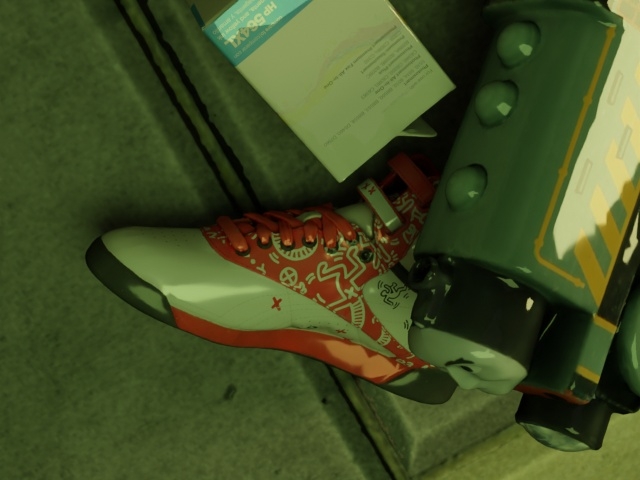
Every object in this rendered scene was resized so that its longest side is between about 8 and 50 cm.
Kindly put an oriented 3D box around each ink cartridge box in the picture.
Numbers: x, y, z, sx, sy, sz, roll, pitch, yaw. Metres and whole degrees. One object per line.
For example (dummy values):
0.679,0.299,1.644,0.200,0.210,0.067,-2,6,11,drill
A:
0.003,-0.111,0.778,0.090,0.092,0.143,-39,116,6,ink cartridge box

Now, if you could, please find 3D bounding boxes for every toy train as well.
0.159,-0.051,0.775,0.190,0.142,0.334,28,79,-31,toy train

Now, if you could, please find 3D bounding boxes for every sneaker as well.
0.000,0.000,0.831,0.270,0.090,0.145,20,106,-25,sneaker
